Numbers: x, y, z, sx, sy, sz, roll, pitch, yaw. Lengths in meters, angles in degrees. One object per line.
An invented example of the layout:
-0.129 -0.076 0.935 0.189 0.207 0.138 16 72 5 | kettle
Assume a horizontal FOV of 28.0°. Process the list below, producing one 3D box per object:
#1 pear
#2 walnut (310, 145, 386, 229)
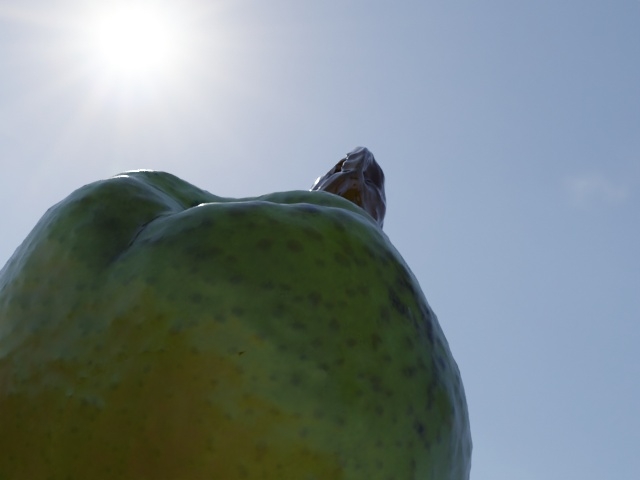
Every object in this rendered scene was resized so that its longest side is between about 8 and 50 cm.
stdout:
-0.070 0.130 0.861 0.391 0.391 0.391 20 -24 9 | pear
0.001 0.002 1.177 0.167 0.211 0.087 -41 -86 26 | walnut
